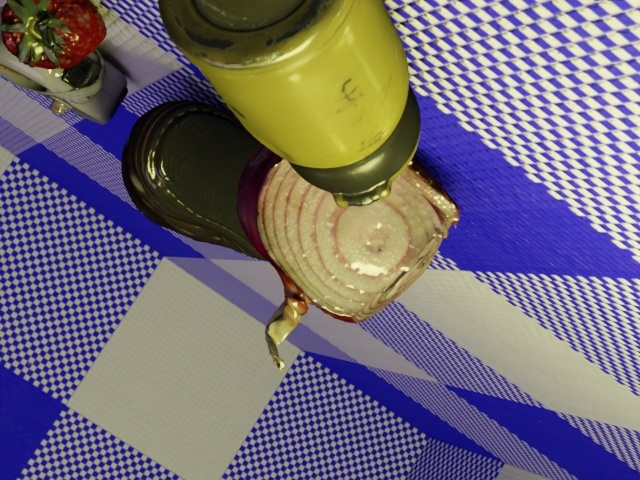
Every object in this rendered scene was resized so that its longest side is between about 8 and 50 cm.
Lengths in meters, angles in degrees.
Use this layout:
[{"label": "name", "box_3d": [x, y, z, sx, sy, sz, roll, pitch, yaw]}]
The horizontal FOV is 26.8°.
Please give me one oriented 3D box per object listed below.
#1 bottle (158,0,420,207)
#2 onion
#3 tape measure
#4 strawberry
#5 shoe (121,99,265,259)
[{"label": "bottle", "box_3d": [-0.007, -0.154, 1.223, 0.171, 0.171, 0.351, 27, 169, 25]}, {"label": "onion", "box_3d": [0.017, -0.023, 1.605, 0.230, 0.272, 0.256, -165, 54, -81]}, {"label": "tape measure", "box_3d": [-0.407, -0.267, 1.977, 0.236, 0.120, 0.197, 28, 175, -2]}, {"label": "strawberry", "box_3d": [-0.350, -0.290, 1.786, 0.131, 0.148, 0.131, 11, 123, 18]}, {"label": "shoe", "box_3d": [-0.202, -0.107, 1.983, 0.237, 0.171, 0.384, 21, 173, 31]}]
